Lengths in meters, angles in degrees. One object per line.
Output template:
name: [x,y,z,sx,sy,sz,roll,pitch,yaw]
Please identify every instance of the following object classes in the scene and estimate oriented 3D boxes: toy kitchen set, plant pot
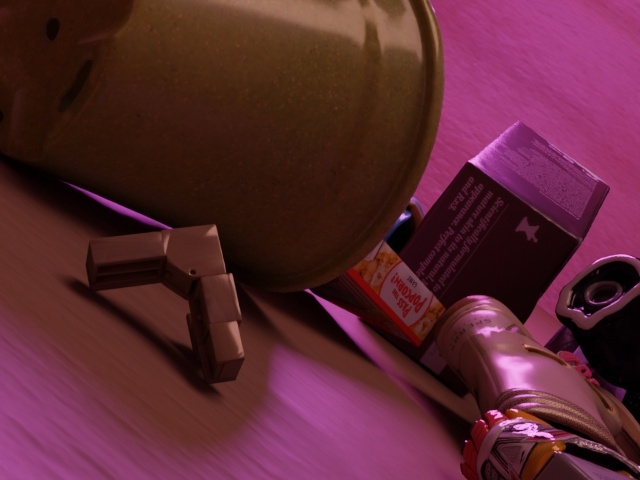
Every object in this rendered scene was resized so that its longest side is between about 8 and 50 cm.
toy kitchen set: [-0.090,0.046,0.898,0.068,0.075,0.083,114,-34,-60]
plant pot: [-0.097,-0.118,1.123,0.254,0.276,0.276,14,21,-44]

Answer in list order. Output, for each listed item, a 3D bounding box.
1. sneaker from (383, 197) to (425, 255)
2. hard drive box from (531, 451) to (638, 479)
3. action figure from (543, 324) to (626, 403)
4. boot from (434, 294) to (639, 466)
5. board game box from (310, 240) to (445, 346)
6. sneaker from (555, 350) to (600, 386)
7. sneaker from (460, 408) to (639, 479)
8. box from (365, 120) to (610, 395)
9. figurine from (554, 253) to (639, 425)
sneaker: [0.000,-0.076,1.799,0.319,0.127,0.208,33,6,-26]
hard drive box: [0.224,0.237,0.925,0.232,0.089,0.181,42,8,32]
action figure: [0.415,0.219,2.068,0.285,0.099,0.185,43,-3,12]
boot: [0.212,0.175,1.303,0.262,0.095,0.203,45,9,-24]
board game box: [0.000,0.000,1.318,0.147,0.045,0.193,25,-16,47]
sneaker: [0.254,0.192,1.537,0.170,0.075,0.063,57,33,-2]
sneaker: [0.205,0.194,1.109,0.225,0.088,0.093,25,-6,-23]
box: [0.179,0.006,1.632,0.143,0.191,0.381,36,16,4]
figurine: [0.323,0.139,1.380,0.215,0.092,0.209,37,-18,51]
